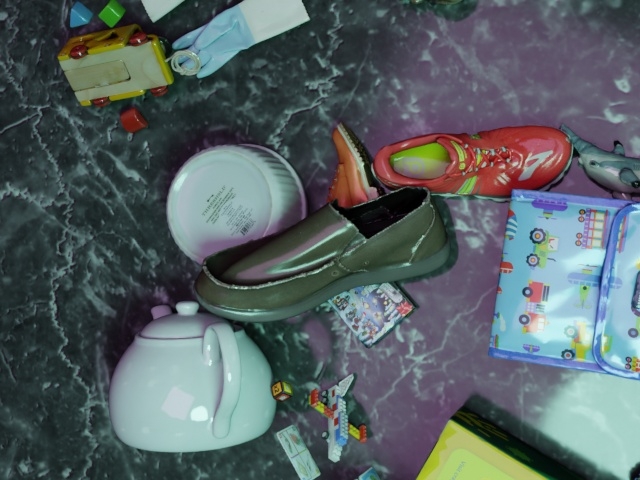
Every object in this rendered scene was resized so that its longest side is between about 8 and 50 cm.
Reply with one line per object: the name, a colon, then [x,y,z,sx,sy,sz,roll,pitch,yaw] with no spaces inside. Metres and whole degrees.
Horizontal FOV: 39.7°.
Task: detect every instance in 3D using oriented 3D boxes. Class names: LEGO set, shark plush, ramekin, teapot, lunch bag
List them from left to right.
teapot: [-0.179,0.178,1.242,0.256,0.252,0.187,0,94,20]
ramekin: [-0.130,-0.047,1.317,0.207,0.109,0.207,-1,86,15]
LEGO set: [0.027,0.288,1.217,0.060,0.182,0.244,-36,78,24]
shark plush: [0.399,-0.108,1.223,0.161,0.073,0.067,34,76,35]
lunch bag: [0.385,0.062,1.131,0.293,0.138,0.221,7,89,27]

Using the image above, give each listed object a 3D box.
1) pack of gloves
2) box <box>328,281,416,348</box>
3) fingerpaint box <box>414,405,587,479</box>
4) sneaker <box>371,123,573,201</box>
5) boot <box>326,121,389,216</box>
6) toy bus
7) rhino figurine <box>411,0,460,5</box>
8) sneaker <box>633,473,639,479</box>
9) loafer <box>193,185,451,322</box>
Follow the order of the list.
pack of gloves: [-0.153,-0.378,1.387,0.232,0.046,0.195,-25,92,16]
box: [0.061,0.077,1.300,0.094,0.027,0.137,-43,77,8]
fingerpaint box: [0.231,0.507,1.161,0.371,0.163,0.445,29,95,16]
sneaker: [0.206,-0.105,1.224,0.279,0.118,0.107,-6,86,15]
boot: [0.037,-0.093,1.303,0.084,0.059,0.158,-22,83,18]
toy bus: [-0.299,-0.284,1.380,0.202,0.104,0.191,28,128,-15]
rhino figurine: [0.199,-0.449,1.270,0.106,0.073,0.243,22,92,19]
sneaker: [0.493,0.359,1.142,0.188,0.078,0.067,36,96,14]
loafer: [0.000,0.000,1.205,0.366,0.134,0.130,-16,125,-15]
